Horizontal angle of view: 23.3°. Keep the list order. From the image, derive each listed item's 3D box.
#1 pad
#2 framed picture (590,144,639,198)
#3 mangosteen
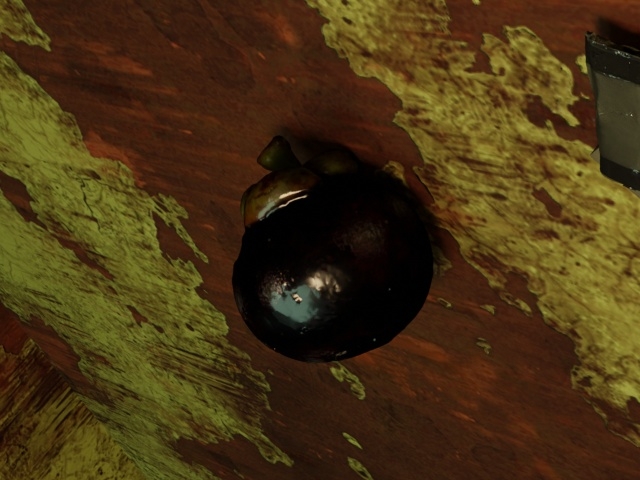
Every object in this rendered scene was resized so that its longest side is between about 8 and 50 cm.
[{"bbox_3d":[0.303,-0.060,1.165,0.233,0.022,0.174,28,155,31],"label":"pad"},{"bbox_3d":[0.327,-0.052,1.187,0.184,0.016,0.250,41,157,-2],"label":"framed picture"},{"bbox_3d":[0.000,0.000,1.589,0.211,0.211,0.250,117,134,-67],"label":"mangosteen"}]
